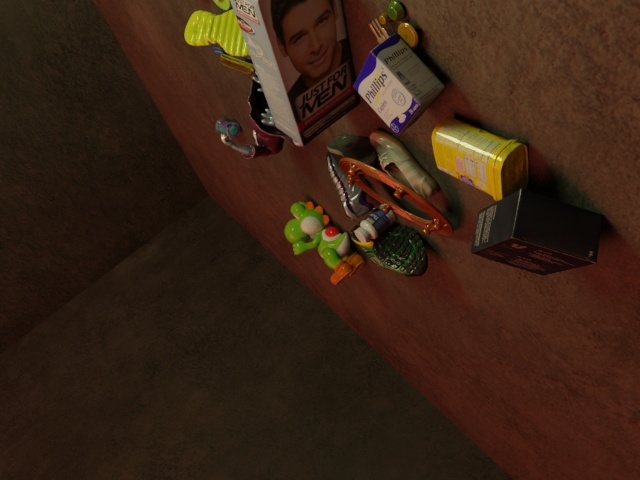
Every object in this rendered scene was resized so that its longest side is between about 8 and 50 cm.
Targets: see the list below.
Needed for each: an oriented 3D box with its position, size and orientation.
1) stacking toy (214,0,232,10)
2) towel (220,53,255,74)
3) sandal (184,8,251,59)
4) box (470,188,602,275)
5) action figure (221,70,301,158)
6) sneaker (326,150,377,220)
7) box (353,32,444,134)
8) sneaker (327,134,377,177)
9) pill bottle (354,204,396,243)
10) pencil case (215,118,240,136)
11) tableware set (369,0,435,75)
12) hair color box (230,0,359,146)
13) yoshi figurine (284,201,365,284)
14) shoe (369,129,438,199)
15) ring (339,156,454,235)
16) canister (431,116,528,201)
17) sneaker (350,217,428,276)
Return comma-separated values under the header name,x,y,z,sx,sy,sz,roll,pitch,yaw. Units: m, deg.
name,x,y,z,sx,sy,sz,roll,pitch,yaw
stacking toy,-0.362,-0.730,1.362,0.279,0.130,0.309,46,165,16
towel,-0.245,-0.517,1.540,0.102,0.021,0.237,14,-168,-13
sandal,-0.240,-0.575,1.474,0.317,0.126,0.138,29,-167,37
box,0.380,-0.009,0.935,0.156,0.093,0.158,17,167,-6
action figure,-0.145,-0.365,1.636,0.276,0.247,0.370,22,162,1
sneaker,0.095,-0.176,1.564,0.223,0.098,0.083,69,-164,3
box,0.144,-0.292,0.991,0.137,0.072,0.126,49,161,3
sneaker,0.109,-0.211,1.406,0.118,0.083,0.222,53,176,-30
pill bottle,0.161,-0.047,1.552,0.067,0.120,0.067,45,164,16
pencil case,-0.395,-0.478,2.217,0.070,0.064,0.152,40,173,-35
tableware set,0.159,-0.364,0.971,0.154,0.024,0.104,54,162,-12
hair color box,-0.042,-0.406,1.123,0.114,0.185,0.374,41,163,33
yoshi figurine,-0.009,0.014,2.080,0.362,0.203,0.203,50,172,12
shoe,0.190,-0.180,1.258,0.219,0.058,0.076,47,165,10
ring,0.182,-0.101,1.314,0.337,0.032,0.336,33,178,1
canister,0.297,-0.154,0.984,0.170,0.073,0.126,38,162,41
sneaker,0.228,0.032,1.592,0.146,0.134,0.343,50,176,-27
